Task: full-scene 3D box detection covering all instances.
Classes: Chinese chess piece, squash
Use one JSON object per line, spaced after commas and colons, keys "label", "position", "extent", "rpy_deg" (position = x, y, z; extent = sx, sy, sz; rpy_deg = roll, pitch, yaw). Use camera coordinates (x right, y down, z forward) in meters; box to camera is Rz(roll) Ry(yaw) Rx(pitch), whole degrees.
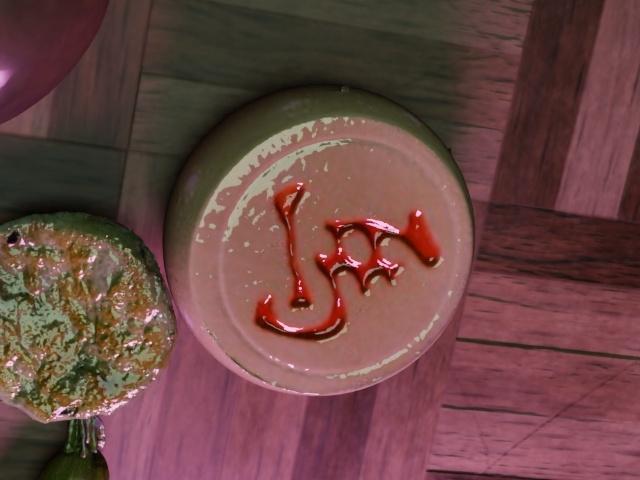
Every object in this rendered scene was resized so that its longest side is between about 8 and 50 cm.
{"label": "Chinese chess piece", "position": [0.000, 0.000, 1.171], "extent": [0.273, 0.102, 0.273], "rpy_deg": [-4, 107, -15]}
{"label": "squash", "position": [-0.264, 0.291, 1.199], "extent": [0.080, 0.071, 0.318], "rpy_deg": [34, 95, -19]}

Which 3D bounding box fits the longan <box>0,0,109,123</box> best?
{"label": "longan", "position": [-0.287, -0.201, 0.964], "extent": [0.300, 0.300, 0.243], "rpy_deg": [-17, 151, -10]}

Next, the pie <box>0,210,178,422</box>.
{"label": "pie", "position": [-0.211, 0.063, 1.147], "extent": [0.186, 0.041, 0.187], "rpy_deg": [-1, 101, -3]}
